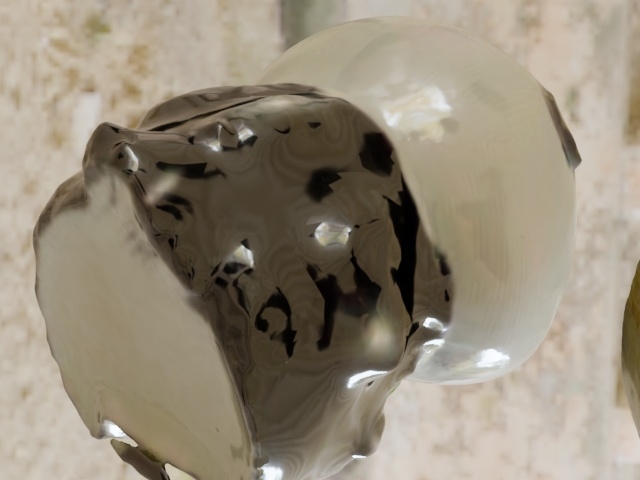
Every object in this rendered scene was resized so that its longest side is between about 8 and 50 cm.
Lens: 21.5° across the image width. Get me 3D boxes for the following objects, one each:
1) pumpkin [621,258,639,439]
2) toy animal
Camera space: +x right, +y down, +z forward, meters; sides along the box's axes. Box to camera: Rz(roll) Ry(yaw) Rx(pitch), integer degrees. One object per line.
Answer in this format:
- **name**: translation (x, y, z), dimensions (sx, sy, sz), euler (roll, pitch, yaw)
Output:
- **pumpkin**: translation (0.200, 0.067, 0.567), dimensions (0.110, 0.217, 0.217), euler (-55, 147, -57)
- **toy animal**: translation (0.001, 0.008, 0.836), dimensions (0.267, 0.212, 0.212), euler (-24, 123, -37)
